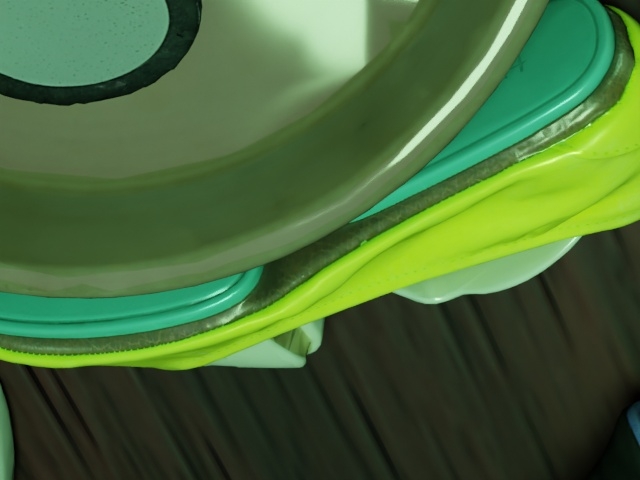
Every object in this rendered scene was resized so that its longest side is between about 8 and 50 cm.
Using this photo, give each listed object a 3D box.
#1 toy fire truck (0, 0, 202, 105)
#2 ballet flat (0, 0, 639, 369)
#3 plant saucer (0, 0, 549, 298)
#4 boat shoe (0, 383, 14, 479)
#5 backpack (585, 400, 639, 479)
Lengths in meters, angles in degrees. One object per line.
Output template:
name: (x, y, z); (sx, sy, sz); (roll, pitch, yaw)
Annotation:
toy fire truck: (-0.134, -0.150, 0.347); (0.217, 0.158, 0.246); (-7, 147, 0)
ballet flat: (0.000, 0.000, 0.565); (0.231, 0.077, 0.077); (-20, 139, 21)
plant saucer: (-0.067, -0.121, 0.492); (0.278, 0.041, 0.277); (2, 107, 6)
boat shoe: (-0.157, 0.032, 0.608); (0.079, 0.081, 0.227); (-1, 119, 13)
backpack: (0.187, 0.165, 0.522); (0.263, 0.276, 0.213); (37, 107, -13)
